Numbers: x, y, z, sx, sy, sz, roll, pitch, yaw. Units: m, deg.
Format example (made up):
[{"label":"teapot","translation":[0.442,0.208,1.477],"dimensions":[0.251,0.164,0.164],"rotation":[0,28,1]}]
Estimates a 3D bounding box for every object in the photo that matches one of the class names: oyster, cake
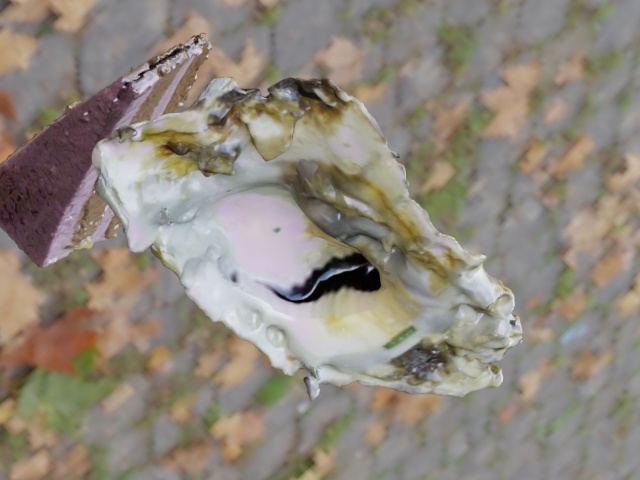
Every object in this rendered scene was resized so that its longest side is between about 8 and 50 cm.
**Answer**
[{"label":"oyster","translation":[-0.002,-0.001,1.320],"dimensions":[0.201,0.107,0.354],"rotation":[-25,129,21]},{"label":"cake","translation":[-0.182,-0.075,1.633],"dimensions":[0.116,0.113,0.295],"rotation":[-39,180,-42]}]
